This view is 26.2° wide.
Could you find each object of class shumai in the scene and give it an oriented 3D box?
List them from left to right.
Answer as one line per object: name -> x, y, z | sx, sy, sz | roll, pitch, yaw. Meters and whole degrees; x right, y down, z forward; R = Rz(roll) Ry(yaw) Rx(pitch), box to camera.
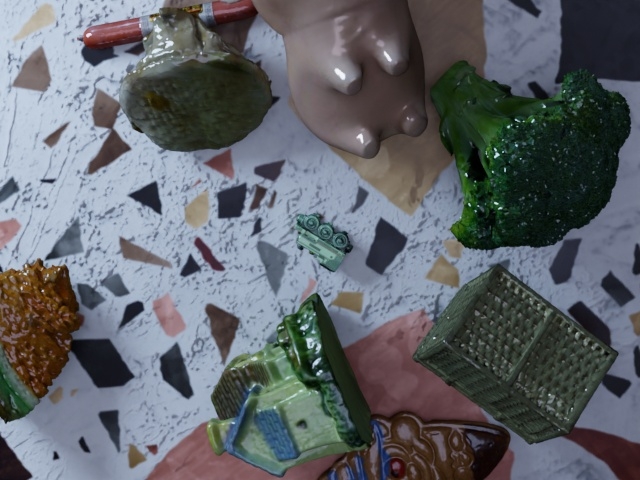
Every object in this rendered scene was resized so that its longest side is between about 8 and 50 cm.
shumai -> -0.160, -0.207, 1.729 | 0.201, 0.201, 0.120 | -5, 56, 3

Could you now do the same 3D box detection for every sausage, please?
sausage -> -0.189, -0.280, 1.761 | 0.253, 0.034, 0.034 | -11, 97, 3

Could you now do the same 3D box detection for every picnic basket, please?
picnic basket -> 0.240, 0.149, 1.741 | 0.196, 0.154, 0.134 | 35, 72, -2

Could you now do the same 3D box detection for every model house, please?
model house -> -0.052, 0.195, 1.731 | 0.189, 0.214, 0.195 | -25, 98, 6

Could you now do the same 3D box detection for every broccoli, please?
broccoli -> 0.251, -0.125, 1.693 | 0.269, 0.269, 0.254 | 22, 134, -1

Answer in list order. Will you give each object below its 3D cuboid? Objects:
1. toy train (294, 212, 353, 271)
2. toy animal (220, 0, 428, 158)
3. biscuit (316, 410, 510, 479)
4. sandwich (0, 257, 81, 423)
toy train -> 0.000, 0.000, 1.791 | 0.083, 0.033, 0.053 | 31, 101, -2
toy animal -> 0.026, -0.267, 1.655 | 0.237, 0.269, 0.326 | -24, 140, -14
biscuit -> 0.121, 0.310, 1.830 | 0.280, 0.043, 0.183 | -18, 100, 7
sandwich -> -0.385, 0.127, 1.795 | 0.160, 0.109, 0.185 | -22, 95, -15
